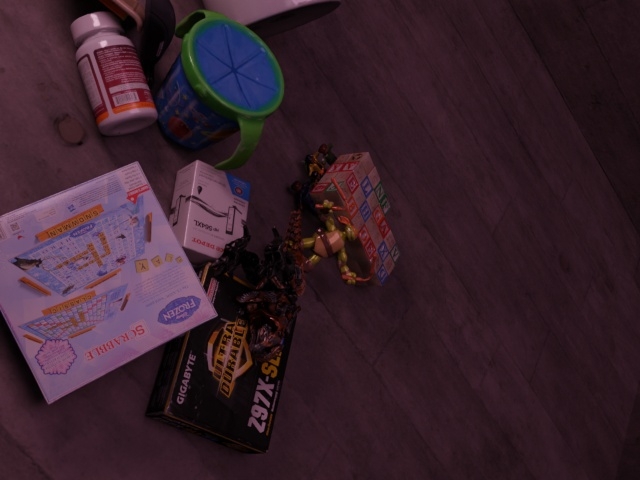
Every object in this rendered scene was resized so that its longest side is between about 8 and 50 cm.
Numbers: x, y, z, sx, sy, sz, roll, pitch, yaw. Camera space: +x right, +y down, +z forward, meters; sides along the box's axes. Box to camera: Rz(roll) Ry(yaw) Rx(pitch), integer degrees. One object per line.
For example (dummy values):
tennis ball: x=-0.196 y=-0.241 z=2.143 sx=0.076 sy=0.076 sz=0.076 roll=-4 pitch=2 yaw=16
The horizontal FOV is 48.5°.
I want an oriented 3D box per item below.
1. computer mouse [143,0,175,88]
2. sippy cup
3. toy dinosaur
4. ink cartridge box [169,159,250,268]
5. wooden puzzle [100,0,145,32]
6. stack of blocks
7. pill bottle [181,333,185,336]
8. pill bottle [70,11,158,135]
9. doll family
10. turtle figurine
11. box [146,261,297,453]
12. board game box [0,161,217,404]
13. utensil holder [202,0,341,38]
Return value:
computer mouse: x=-0.327 y=-0.443 z=1.455 sx=0.060 sy=0.262 sz=0.184 roll=6 pitch=63 yaw=-13
sippy cup: x=-0.233 y=-0.311 z=1.504 sx=0.240 sy=0.224 sz=0.306 roll=32 pitch=50 yaw=-26
toy dinosaur: x=-0.103 y=0.081 z=1.483 sx=0.218 sy=0.164 sz=0.322 roll=51 pitch=26 yaw=-47
ink cartridge box: x=-0.238 y=-0.045 z=1.514 sx=0.148 sy=0.085 sz=0.203 roll=23 pitch=60 yaw=-38
wooden puzzle: x=-0.448 y=-0.515 z=1.423 sx=0.238 sy=0.044 sz=0.221 roll=42 pitch=9 yaw=-23
stack of blocks: x=0.103 y=-0.051 z=1.797 sx=0.171 sy=0.087 sz=0.297 roll=-53 pitch=128 yaw=-40
pill bottle: x=-0.328 y=0.086 z=1.356 sx=0.117 sy=0.117 sz=0.215 roll=0 pitch=76 yaw=-44
pill bottle: x=-0.414 y=-0.330 z=1.416 sx=0.121 sy=0.121 sz=0.221 roll=-16 pitch=87 yaw=-46
doll family: x=-0.010 y=-0.159 z=1.785 sx=0.111 sy=0.076 sz=0.193 roll=45 pitch=45 yaw=-44
turtle figurine: x=0.000 y=0.000 z=1.665 sx=0.217 sy=0.087 sz=0.270 roll=-23 pitch=112 yaw=-9
box: x=-0.191 y=0.246 z=1.465 sx=0.257 sy=0.079 sz=0.322 roll=34 pitch=54 yaw=-34
board game box: x=-0.393 y=0.067 z=1.234 sx=0.318 sy=0.066 sz=0.318 roll=-26 pitch=88 yaw=-24
utensil holder: x=-0.148 y=-0.677 z=1.603 sx=0.327 sy=0.327 sz=0.386 roll=-28 pitch=102 yaw=-46
